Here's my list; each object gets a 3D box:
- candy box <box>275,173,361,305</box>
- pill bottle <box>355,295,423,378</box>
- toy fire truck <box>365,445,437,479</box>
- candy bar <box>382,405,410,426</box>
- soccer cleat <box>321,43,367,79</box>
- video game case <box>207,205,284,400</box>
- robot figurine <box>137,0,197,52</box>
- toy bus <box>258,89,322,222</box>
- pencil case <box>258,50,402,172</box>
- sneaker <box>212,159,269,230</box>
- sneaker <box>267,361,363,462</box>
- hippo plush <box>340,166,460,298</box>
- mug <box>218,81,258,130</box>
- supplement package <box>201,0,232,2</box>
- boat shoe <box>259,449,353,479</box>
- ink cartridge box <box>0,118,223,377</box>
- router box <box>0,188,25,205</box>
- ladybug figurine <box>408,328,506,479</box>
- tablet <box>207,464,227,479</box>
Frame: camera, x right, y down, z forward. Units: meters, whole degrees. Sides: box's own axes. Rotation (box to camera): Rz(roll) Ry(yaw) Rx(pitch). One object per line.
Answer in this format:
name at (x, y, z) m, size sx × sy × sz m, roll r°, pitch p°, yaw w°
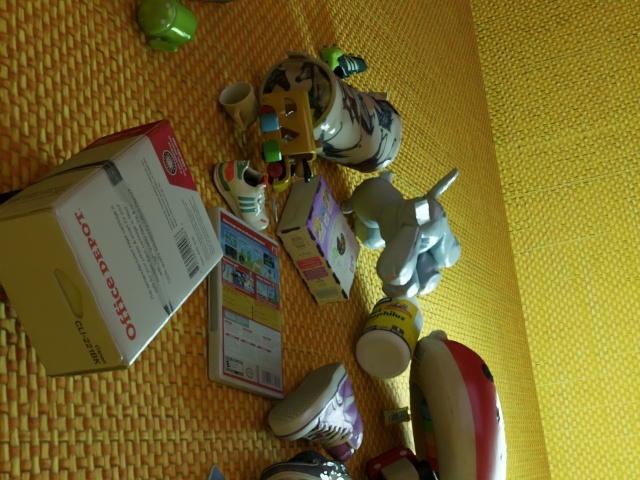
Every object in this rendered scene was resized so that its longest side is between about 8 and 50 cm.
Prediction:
candy box at (0.000, 0.000, 1.786) m, size 0.196 × 0.070 × 0.164 m, roll 61°, pitch 28°, yaw -31°
pill bottle at (0.155, 0.195, 1.974) m, size 0.117 × 0.117 × 0.215 m, roll 68°, pitch 24°, yaw -19°
toy fire truck at (0.171, 0.501, 1.857) m, size 0.217 × 0.159 × 0.246 m, roll 70°, pitch -13°, yaw -19°
candy bar at (0.166, 0.388, 2.025) m, size 0.161 × 0.018 × 0.040 m, roll 15°, pitch 65°, yaw -63°
soccer cleat at (0.054, -0.408, 2.152) m, size 0.179 × 0.060 × 0.072 m, roll 5°, pitch 83°, yaw -59°
video game case at (-0.122, 0.107, 1.509) m, size 0.204 × 0.025 × 0.285 m, roll 34°, pitch 48°, yaw -57°
robot figurine at (-0.240, -0.344, 1.427) m, size 0.115 × 0.067 × 0.101 m, roll 18°, pitch 85°, yaw -64°
toy bus at (-0.050, -0.167, 1.624) m, size 0.191 × 0.105 × 0.202 m, roll -101°, pitch -176°, yaw -51°
pencil case at (0.030, -0.259, 1.875) m, size 0.410 × 0.160 × 0.183 m, roll 13°, pitch 74°, yaw -64°
sneaker at (-0.115, -0.076, 1.556) m, size 0.161 × 0.075 × 0.057 m, roll 56°, pitch 31°, yaw -39°
sneaker at (0.010, 0.321, 1.576) m, size 0.282 × 0.102 × 0.161 m, roll -25°, pitch 96°, yaw -67°
hippo plush at (0.145, -0.026, 1.977) m, size 0.234 × 0.237 × 0.294 m, roll -42°, pitch 142°, yaw -24°
mug at (-0.143, -0.230, 1.610) m, size 0.078 × 0.062 × 0.064 m, roll -56°, pitch 143°, yaw -29°
supplement package at (-0.174, -0.482, 1.600) m, size 0.179 × 0.105 × 0.105 m, roll -27°, pitch 102°, yaw -66°
boat shoe at (-0.023, 0.393, 1.504) m, size 0.285 × 0.103 × 0.092 m, roll 34°, pitch 29°, yaw -55°
ink cartridge box at (-0.242, 0.003, 1.060) m, size 0.273 × 0.114 × 0.196 m, roll -57°, pitch 131°, yaw -59°
router box at (-0.312, -0.003, 1.110) m, size 0.179 × 0.046 × 0.133 m, roll -22°, pitch 99°, yaw -66°
ladybug figurine at (0.298, 0.409, 1.978) m, size 0.305 × 0.162 × 0.449 m, roll -135°, pitch -142°, yaw -77°
tablet at (-0.145, 0.375, 1.341) m, size 0.083 × 0.006 × 0.054 m, roll 61°, pitch 28°, yaw -31°
